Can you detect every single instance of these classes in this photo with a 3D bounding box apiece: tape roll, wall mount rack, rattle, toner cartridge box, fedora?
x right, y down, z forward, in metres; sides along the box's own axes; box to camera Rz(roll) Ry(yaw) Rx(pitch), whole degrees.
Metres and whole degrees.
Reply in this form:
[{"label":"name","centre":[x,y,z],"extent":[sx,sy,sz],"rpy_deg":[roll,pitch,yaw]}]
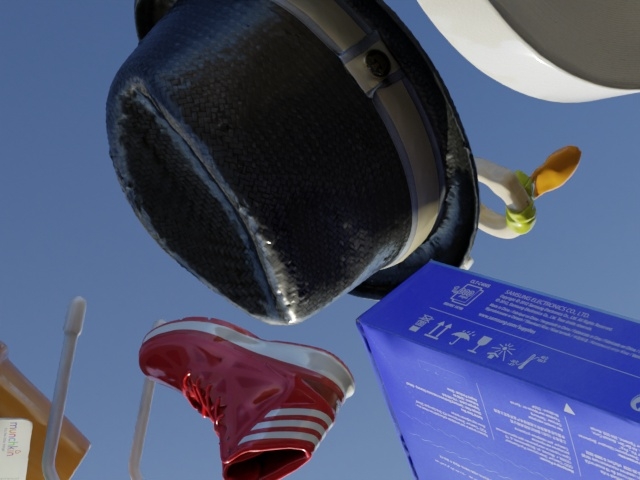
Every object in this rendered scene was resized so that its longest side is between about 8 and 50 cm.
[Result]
[{"label":"tape roll","centre":[0.203,-0.301,1.053],"extent":[0.392,0.072,0.392],"rpy_deg":[3,-95,-36]},{"label":"wall mount rack","centre":[-0.179,0.226,1.338],"extent":[0.130,0.304,0.350],"rpy_deg":[-32,-17,8]},{"label":"rattle","centre":[0.213,-0.088,1.754],"extent":[0.130,0.199,0.143],"rpy_deg":[37,-107,-32]},{"label":"toner cartridge box","centre":[0.178,0.129,0.765],"extent":[0.075,0.347,0.165],"rpy_deg":[-38,-57,-27]},{"label":"fedora","centre":[-0.048,-0.058,0.995],"extent":[0.152,0.334,0.334],"rpy_deg":[-43,-47,-35]}]

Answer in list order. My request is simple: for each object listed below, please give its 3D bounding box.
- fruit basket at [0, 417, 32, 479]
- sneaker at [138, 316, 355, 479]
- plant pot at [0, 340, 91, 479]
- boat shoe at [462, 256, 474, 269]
[{"label":"fruit basket","centre":[-0.453,0.265,1.301],"extent":[0.326,0.166,0.353],"rpy_deg":[1,-35,-16]},{"label":"sneaker","centre":[-0.091,0.145,1.195],"extent":[0.128,0.221,0.087],"rpy_deg":[-60,-41,-37]},{"label":"plant pot","centre":[-0.354,0.217,1.426],"extent":[0.188,0.205,0.205],"rpy_deg":[34,-90,-5]},{"label":"boat shoe","centre":[0.000,0.000,1.361],"extent":[0.097,0.324,0.116],"rpy_deg":[-64,-30,-11]}]
